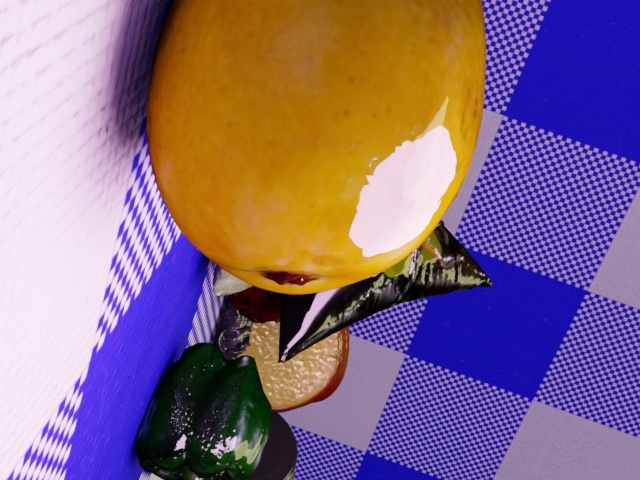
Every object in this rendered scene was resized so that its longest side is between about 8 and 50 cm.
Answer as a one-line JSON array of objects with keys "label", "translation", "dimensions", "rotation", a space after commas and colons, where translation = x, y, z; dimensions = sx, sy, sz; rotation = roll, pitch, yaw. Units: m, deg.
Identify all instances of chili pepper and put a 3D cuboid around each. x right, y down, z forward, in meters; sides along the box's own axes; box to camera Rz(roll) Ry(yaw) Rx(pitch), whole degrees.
[{"label": "chili pepper", "translation": [-0.157, 0.271, 1.300], "dimensions": [0.174, 0.165, 0.261], "rotation": [-39, -150, 57]}]

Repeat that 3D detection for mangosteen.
[{"label": "mangosteen", "translation": [-0.076, 0.045, 1.630], "dimensions": [0.166, 0.166, 0.180], "rotation": [98, -13, -81]}]

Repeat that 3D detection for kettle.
[{"label": "kettle", "translation": [-0.161, 0.586, 2.239], "dimensions": [0.377, 0.250, 0.361], "rotation": [103, -30, -52]}]

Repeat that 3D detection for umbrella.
[{"label": "umbrella", "translation": [-0.168, 0.202, 1.759], "dimensions": [0.080, 0.071, 0.224], "rotation": [7, 110, -60]}]

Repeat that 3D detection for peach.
[{"label": "peach", "translation": [-0.074, 0.169, 1.888], "dimensions": [0.245, 0.248, 0.275], "rotation": [33, -57, 58]}]

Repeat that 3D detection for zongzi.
[{"label": "zongzi", "translation": [0.013, -0.001, 1.471], "dimensions": [0.362, 0.383, 0.319], "rotation": [-31, 168, -31]}]

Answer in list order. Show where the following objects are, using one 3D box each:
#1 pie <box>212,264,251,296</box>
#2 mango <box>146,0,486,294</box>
[{"label": "pie", "translation": [-0.069, -0.061, 1.303], "dimensions": [0.257, 0.105, 0.274], "rotation": [-65, 177, -72]}, {"label": "mango", "translation": [0.006, -0.155, 0.771], "dimensions": [0.300, 0.232, 0.446], "rotation": [101, -2, -46]}]
